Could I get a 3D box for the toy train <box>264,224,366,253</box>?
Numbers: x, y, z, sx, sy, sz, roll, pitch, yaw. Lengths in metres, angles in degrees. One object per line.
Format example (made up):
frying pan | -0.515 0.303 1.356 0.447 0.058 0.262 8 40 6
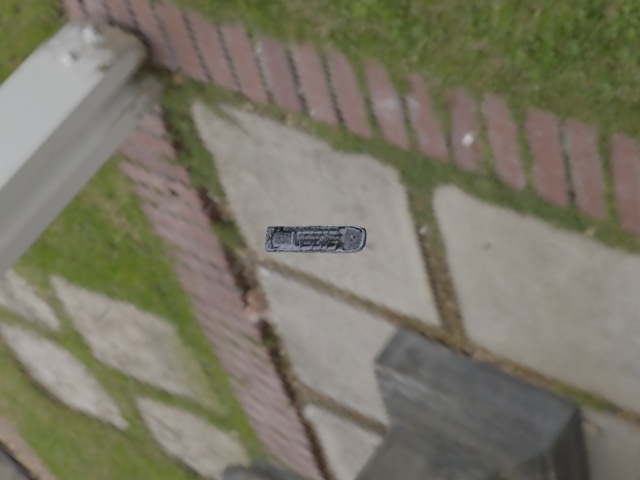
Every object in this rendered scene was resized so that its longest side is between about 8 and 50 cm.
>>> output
toy train | 0.000 0.000 0.868 0.083 0.017 0.017 0 171 44
